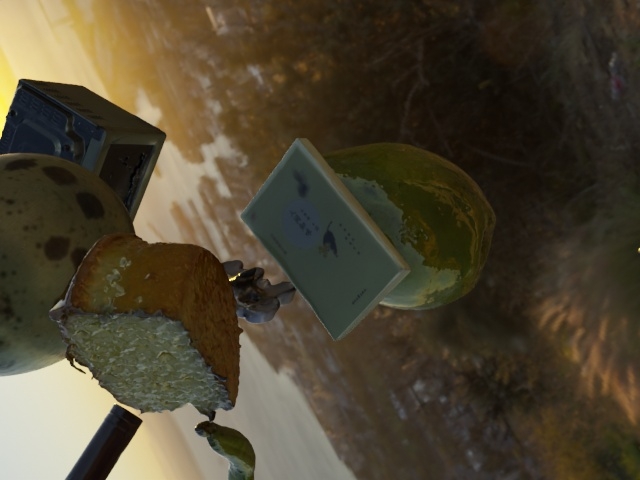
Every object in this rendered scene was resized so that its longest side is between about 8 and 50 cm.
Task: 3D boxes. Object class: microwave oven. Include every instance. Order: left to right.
[{"bbox_3d":[-0.526,-0.115,1.854,0.286,0.355,0.218,31,-163,20],"label":"microwave oven"}]

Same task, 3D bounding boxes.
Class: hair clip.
[{"bbox_3d":[-0.136,0.074,1.396,0.257,0.146,0.075,6,119,63],"label":"hair clip"}]

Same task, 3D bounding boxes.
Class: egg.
[{"bbox_3d":[-0.404,0.030,1.197,0.287,0.288,0.379,62,-156,4],"label":"egg"}]

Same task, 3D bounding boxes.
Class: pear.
[{"bbox_3d":[0.102,-0.022,1.352,0.307,0.253,0.253,9,139,19],"label":"pear"}]

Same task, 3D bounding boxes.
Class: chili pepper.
[{"bbox_3d":[-0.109,0.262,1.131,0.208,0.049,0.043,76,177,-49],"label":"chili pepper"}]

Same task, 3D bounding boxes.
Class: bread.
[{"bbox_3d":[-0.152,0.076,0.889,0.229,0.143,0.139,74,-157,-55],"label":"bread"}]

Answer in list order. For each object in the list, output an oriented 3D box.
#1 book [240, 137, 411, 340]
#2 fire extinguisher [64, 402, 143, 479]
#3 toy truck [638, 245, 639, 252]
[{"bbox_3d":[0.000,0.000,0.583,0.111,0.014,0.077,52,126,16],"label":"book"},{"bbox_3d":[-0.459,0.459,1.827,0.072,0.267,0.089,36,161,-14],"label":"fire extinguisher"},{"bbox_3d":[0.224,-0.015,0.511,0.049,0.083,0.054,38,144,13],"label":"toy truck"}]
